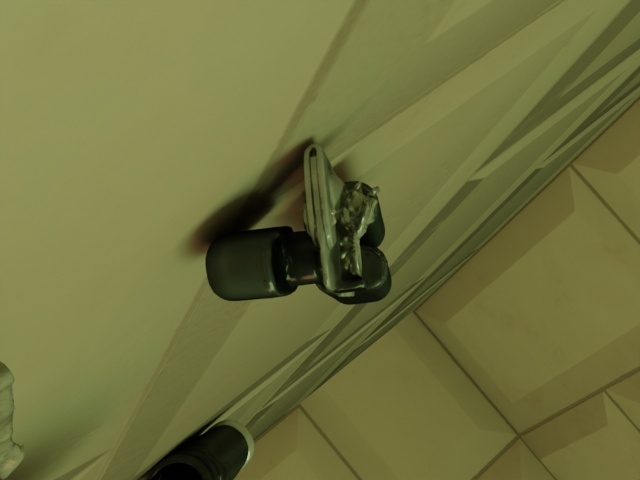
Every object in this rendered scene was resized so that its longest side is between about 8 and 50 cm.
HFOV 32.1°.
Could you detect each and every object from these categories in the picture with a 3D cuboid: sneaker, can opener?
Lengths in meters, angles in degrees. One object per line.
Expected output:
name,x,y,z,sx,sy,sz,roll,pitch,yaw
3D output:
sneaker,-0.223,0.376,1.562,0.296,0.104,0.147,-50,168,20
can opener,0.000,0.000,0.667,0.093,0.074,0.280,-6,175,9

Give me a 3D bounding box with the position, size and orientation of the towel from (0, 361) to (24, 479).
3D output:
towel,-0.228,0.142,0.391,0.282,0.049,0.187,-37,171,-23
